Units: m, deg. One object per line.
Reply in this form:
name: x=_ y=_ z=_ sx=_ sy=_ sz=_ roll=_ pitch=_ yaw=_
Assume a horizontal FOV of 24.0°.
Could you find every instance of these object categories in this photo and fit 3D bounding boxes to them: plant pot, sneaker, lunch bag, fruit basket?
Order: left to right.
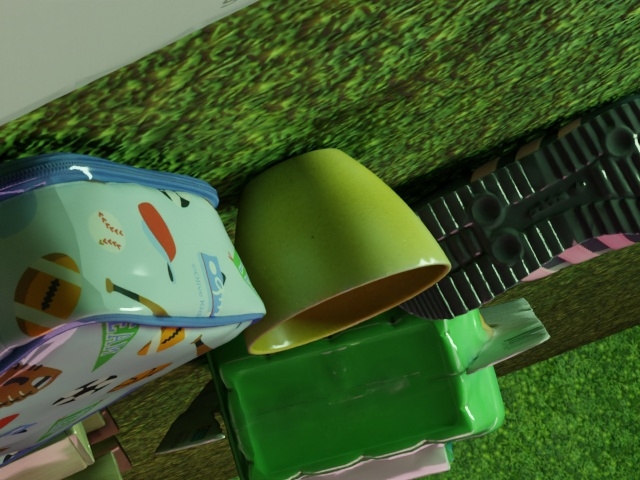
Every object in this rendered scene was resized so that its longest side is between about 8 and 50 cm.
lunch bag: x=-0.193 y=0.065 z=0.820 sx=0.303 sy=0.115 sz=0.243 roll=-28 pitch=169 yaw=19
plant pot: x=0.000 y=0.000 z=0.927 sx=0.134 sy=0.095 sz=0.134 roll=-22 pitch=169 yaw=-5
fruit basket: x=0.037 y=0.121 z=1.341 sx=0.327 sy=0.165 sz=0.353 roll=-15 pitch=177 yaw=4
sneaker: x=0.184 y=-0.036 z=1.154 sx=0.319 sy=0.112 sz=0.131 roll=-19 pitch=-176 yaw=-6

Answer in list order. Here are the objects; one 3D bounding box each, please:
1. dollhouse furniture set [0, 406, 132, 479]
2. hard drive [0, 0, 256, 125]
dollhouse furniture set: x=-0.227 y=0.196 z=1.109 sx=0.161 sy=0.212 sz=0.242 roll=-24 pitch=142 yaw=-4
hard drive: x=-0.027 y=-0.115 z=0.338 sx=0.233 sy=0.047 sz=0.353 roll=-28 pitch=177 yaw=-13
